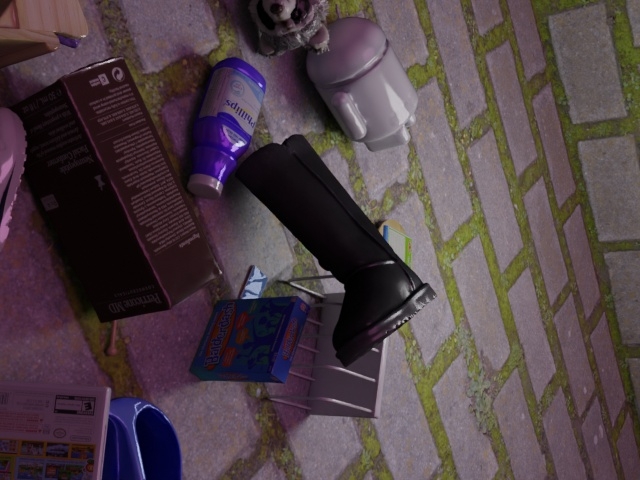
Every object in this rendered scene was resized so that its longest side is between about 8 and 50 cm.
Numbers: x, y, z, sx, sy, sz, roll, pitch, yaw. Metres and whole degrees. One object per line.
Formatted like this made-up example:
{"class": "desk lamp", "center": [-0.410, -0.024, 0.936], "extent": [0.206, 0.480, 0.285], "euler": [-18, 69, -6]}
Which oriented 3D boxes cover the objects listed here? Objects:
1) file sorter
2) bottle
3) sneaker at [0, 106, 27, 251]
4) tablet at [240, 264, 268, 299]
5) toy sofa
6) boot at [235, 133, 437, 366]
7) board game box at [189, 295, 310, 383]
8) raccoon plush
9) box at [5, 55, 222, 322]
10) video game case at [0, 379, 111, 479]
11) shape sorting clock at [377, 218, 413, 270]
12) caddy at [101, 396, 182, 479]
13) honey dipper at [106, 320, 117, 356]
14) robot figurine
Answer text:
{"class": "file sorter", "center": [0.018, 0.223, 1.769], "extent": [0.173, 0.192, 0.278], "euler": [27, 64, -44]}
{"class": "bottle", "center": [-0.191, -0.219, 1.626], "extent": [0.118, 0.092, 0.283], "euler": [35, 59, -39]}
{"class": "sneaker", "center": [-0.502, -0.092, 1.217], "extent": [0.094, 0.090, 0.235], "euler": [17, 70, -41]}
{"class": "tablet", "center": [-0.139, 0.099, 1.727], "extent": [0.054, 0.006, 0.083], "euler": [47, 52, -39]}
{"class": "toy sofa", "center": [-0.484, -0.448, 1.226], "extent": [0.177, 0.150, 0.363], "euler": [-15, 98, -57]}
{"class": "boot", "center": [0.001, 0.000, 1.588], "extent": [0.445, 0.146, 0.367], "euler": [52, 23, 7]}
{"class": "board game box", "center": [-0.134, 0.186, 1.555], "extent": [0.047, 0.210, 0.160], "euler": [45, 51, -39]}
{"class": "raccoon plush", "center": [-0.017, -0.585, 1.827], "extent": [0.446, 0.216, 0.299], "euler": [-38, 124, -48]}
{"class": "box", "center": [-0.333, -0.072, 1.316], "extent": [0.143, 0.191, 0.381], "euler": [-38, 108, -48]}
{"class": "video game case", "center": [-0.423, 0.306, 1.178], "extent": [0.026, 0.226, 0.206], "euler": [91, 2, -78]}
{"class": "shape sorting clock", "center": [0.188, 0.048, 2.132], "extent": [0.206, 0.040, 0.206], "euler": [17, 68, -51]}
{"class": "caddy", "center": [-0.331, 0.417, 1.295], "extent": [0.241, 0.179, 0.341], "euler": [3, 83, -53]}
{"class": "honey dipper", "center": [-0.352, 0.119, 1.427], "extent": [0.030, 0.030, 0.161], "euler": [12, 78, -51]}
{"class": "robot figurine", "center": [0.097, -0.373, 1.935], "extent": [0.353, 0.199, 0.300], "euler": [53, 37, -34]}
